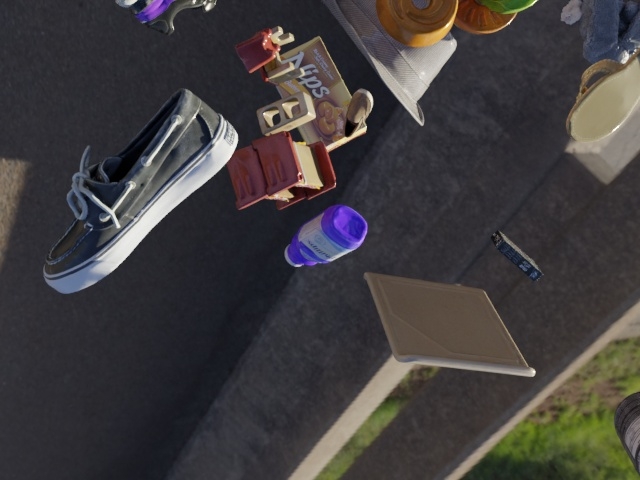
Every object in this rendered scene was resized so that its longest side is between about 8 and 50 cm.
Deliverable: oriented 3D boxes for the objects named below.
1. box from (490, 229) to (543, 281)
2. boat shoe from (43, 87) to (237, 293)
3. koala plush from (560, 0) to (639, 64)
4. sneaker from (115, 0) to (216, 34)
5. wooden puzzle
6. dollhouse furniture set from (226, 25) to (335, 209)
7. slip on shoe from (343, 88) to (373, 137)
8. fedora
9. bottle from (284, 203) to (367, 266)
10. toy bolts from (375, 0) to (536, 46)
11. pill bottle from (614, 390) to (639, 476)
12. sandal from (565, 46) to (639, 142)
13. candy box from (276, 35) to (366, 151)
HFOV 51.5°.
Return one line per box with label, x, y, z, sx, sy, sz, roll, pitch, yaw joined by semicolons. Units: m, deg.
box;0.310;0.023;1.050;0.083;0.067;0.018;40;106;-6
boat shoe;-0.242;-0.058;0.792;0.306;0.113;0.105;-36;129;17
koala plush;0.727;-0.564;1.702;0.196;0.221;0.203;1;124;-5
sneaker;-0.245;-0.518;1.265;0.146;0.102;0.293;40;88;-33
wooden puzzle;0.192;0.134;1.045;0.221;0.238;0.044;9;116;-16
dollhouse furniture set;-0.114;-0.260;1.388;0.152;0.373;0.201;-19;173;22
slip on shoe;0.080;-0.287;1.509;0.051;0.041;0.135;29;147;-1
fedora;0.118;-0.319;1.011;0.124;0.275;0.244;-39;140;15
bottle;0.000;0.000;1.666;0.118;0.092;0.283;35;149;-17
toy bolts;0.136;-0.354;0.866;0.218;0.228;0.158;-29;-177;-9
pill bottle;0.619;0.373;1.187;0.130;0.130;0.246;-41;180;15
sandal;0.432;-0.234;0.992;0.240;0.079;0.088;-40;123;-8
candy box;-0.013;-0.430;2.004;0.183;0.316;0.087;-27;175;-1
